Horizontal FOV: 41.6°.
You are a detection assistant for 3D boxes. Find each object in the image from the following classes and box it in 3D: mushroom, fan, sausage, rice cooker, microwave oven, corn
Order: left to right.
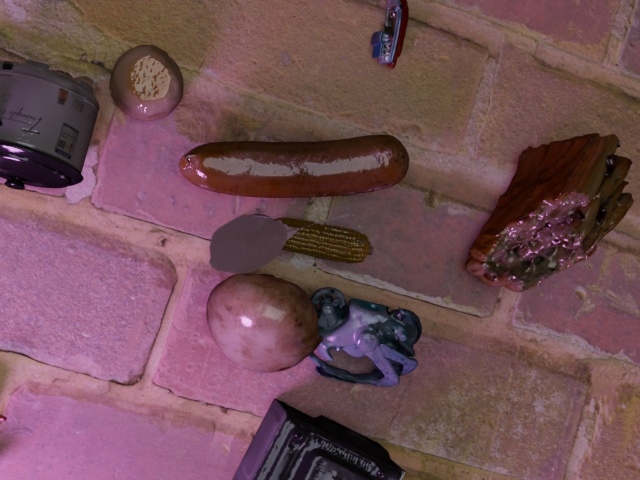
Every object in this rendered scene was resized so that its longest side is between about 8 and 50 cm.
[{"bbox_3d":[-0.565,-0.209,1.635,0.241,0.280,0.227,8,78,19],"label":"rice cooker"},{"bbox_3d":[-0.116,0.170,1.762,0.255,0.184,0.255,2,124,4],"label":"mushroom"},{"bbox_3d":[-0.088,-0.012,1.776,0.310,0.182,0.010,-14,134,5],"label":"fan"},{"bbox_3d":[-0.051,-0.155,1.809,0.501,0.136,0.123,-3,64,-11],"label":"sausage"},{"bbox_3d":[-0.006,0.504,1.794,0.295,0.181,0.237,29,85,-11],"label":"microwave oven"},{"bbox_3d":[0.000,0.000,1.848,0.238,0.080,0.080,12,87,-8],"label":"corn"}]

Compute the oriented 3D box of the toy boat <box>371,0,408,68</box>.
[{"bbox_3d":[0.156,-0.476,1.888,0.059,0.069,0.173,11,92,-21],"label":"toy boat"}]

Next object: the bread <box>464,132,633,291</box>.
[{"bbox_3d":[0.517,-0.042,1.859,0.191,0.314,0.370,35,78,-19],"label":"bread"}]

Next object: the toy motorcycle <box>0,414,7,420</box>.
[{"bbox_3d":[-0.709,0.398,1.678,0.150,0.102,0.221,16,87,0],"label":"toy motorcycle"}]

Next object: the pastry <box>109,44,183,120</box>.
[{"bbox_3d":[-0.363,-0.329,1.761,0.156,0.092,0.156,0,88,-5],"label":"pastry"}]

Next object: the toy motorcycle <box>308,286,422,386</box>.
[{"bbox_3d":[0.086,0.218,1.842,0.260,0.154,0.206,15,110,-5],"label":"toy motorcycle"}]
